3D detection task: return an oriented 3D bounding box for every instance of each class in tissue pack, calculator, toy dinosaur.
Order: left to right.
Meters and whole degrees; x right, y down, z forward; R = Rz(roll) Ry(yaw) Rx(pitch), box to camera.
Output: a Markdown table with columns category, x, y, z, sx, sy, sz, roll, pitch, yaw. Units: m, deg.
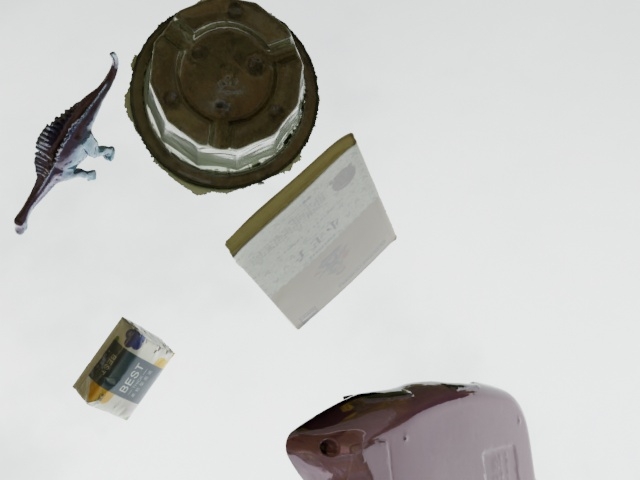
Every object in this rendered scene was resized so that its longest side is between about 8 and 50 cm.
| category | x | y | z | sx | sy | sz | roll | pitch | yaw |
| --- | --- | --- | --- | --- | --- | --- | --- | --- | --- |
| toy dinosaur | -0.232 | -0.088 | 0.824 | 0.045 | 0.080 | 0.197 | 34 | -80 | 11 |
| tissue pack | -0.188 | 0.125 | 0.845 | 0.042 | 0.062 | 0.083 | 32 | -97 | 40 |
| calculator | 0.092 | 0.199 | 0.637 | 0.043 | 0.294 | 0.194 | -14 | -102 | 40 |

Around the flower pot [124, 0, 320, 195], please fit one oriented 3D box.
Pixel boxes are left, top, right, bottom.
| category | x | y | z | sx | sy | sz | roll | pitch | yaw |
| --- | --- | --- | --- | --- | --- | --- | --- | --- | --- |
| flower pot | -0.125 | -0.203 | 1.183 | 0.290 | 0.291 | 0.259 | -17 | -174 | -7 |

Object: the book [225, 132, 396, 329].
| category | x | y | z | sx | sy | sz | roll | pitch | yaw |
| --- | --- | --- | --- | --- | --- | --- | --- | --- | --- |
| book | 0.000 | 0.000 | 0.777 | 0.138 | 0.199 | 0.016 | -43 | -117 | -6 |
